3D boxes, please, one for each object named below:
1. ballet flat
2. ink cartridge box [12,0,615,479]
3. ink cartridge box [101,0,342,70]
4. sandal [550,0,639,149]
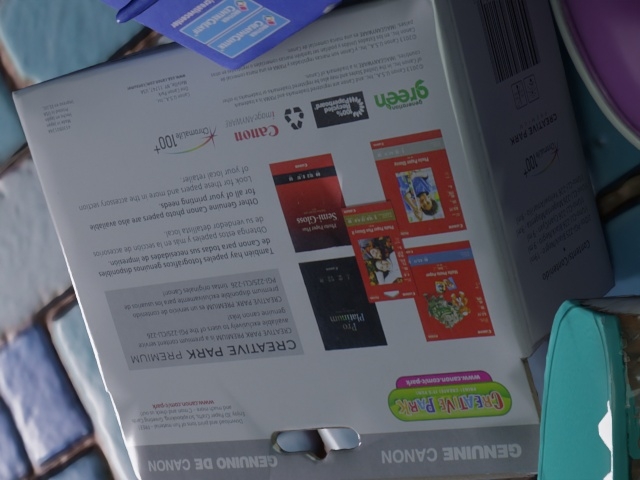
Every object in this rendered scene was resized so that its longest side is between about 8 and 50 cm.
[{"bbox_3d":[0.173,0.203,0.779,0.147,0.147,0.408,18,119,32],"label":"ballet flat"},{"bbox_3d":[0.000,0.000,0.918,0.309,0.130,0.271,-7,103,35],"label":"ink cartridge box"},{"bbox_3d":[-0.001,-0.267,0.749,0.270,0.151,0.395,-26,48,46],"label":"ink cartridge box"},{"bbox_3d":[0.171,-0.236,0.803,0.169,0.102,0.416,-7,91,35],"label":"sandal"}]
